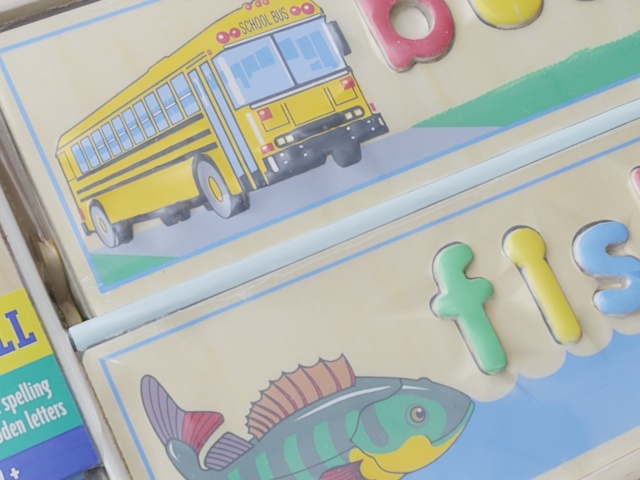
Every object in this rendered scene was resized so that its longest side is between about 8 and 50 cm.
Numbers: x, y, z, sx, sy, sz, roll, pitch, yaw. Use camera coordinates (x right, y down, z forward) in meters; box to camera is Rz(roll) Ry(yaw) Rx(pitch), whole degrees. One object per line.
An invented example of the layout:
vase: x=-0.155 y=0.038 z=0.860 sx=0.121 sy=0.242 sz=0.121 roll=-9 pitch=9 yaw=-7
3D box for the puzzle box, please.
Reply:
puzzle box: x=0.000 y=0.000 z=0.489 sx=0.272 sy=0.408 sz=0.052 roll=63 pitch=162 yaw=12
